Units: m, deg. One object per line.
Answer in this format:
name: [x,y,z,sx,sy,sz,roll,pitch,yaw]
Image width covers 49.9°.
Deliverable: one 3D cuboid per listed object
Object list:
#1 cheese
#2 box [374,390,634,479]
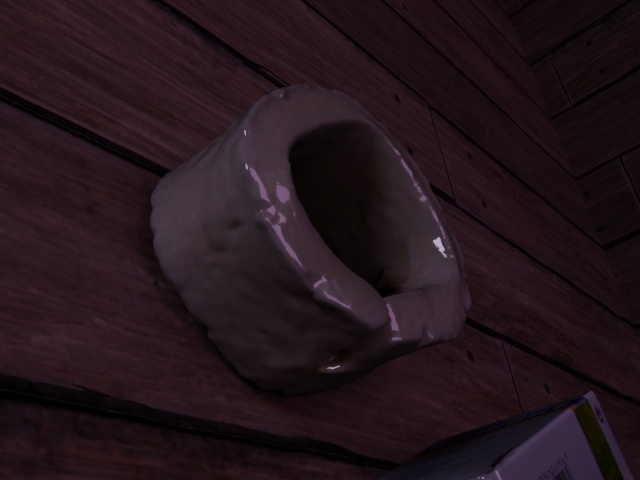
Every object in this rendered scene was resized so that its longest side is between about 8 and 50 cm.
cheese: [0.003,0.001,0.693,0.332,0.153,0.292,-17,78,-57]
box: [0.152,0.247,0.651,0.299,0.200,0.107,0,65,-55]
